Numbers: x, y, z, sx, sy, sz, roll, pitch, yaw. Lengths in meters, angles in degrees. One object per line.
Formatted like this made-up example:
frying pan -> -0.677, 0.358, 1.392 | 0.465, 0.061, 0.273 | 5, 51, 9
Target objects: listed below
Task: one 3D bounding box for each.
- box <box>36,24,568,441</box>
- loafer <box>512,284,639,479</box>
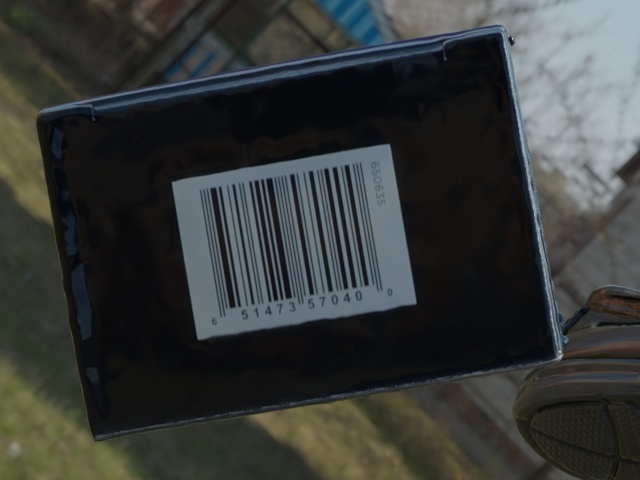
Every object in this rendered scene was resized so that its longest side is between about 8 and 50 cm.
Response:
box -> 0.000, 0.000, 0.650 | 0.207, 0.153, 0.108 | 14, 66, -87
loafer -> 0.225, 0.053, 0.786 | 0.302, 0.095, 0.109 | -3, -42, 39
